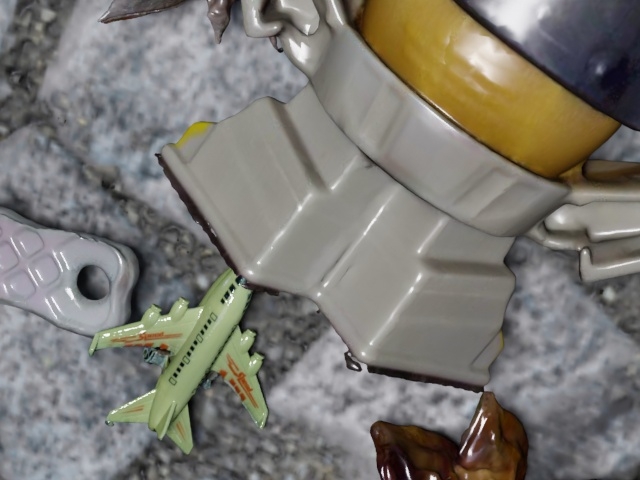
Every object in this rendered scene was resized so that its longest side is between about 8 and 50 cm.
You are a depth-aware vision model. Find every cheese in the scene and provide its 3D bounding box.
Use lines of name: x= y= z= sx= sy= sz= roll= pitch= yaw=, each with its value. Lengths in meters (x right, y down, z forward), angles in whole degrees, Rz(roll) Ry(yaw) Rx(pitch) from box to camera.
cheese: x=-0.230 y=-0.011 z=0.773 sx=0.286 sy=0.082 sz=0.163 roll=13 pitch=104 yaw=12

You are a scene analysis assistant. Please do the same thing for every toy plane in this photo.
toy plane: x=-0.064 y=0.056 z=0.745 sx=0.102 sy=0.040 sz=0.111 roll=26 pitch=96 yaw=-24

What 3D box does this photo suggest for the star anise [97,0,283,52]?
star anise: x=-0.054 y=-0.142 z=0.700 sx=0.129 sy=0.056 sz=0.124 roll=-33 pitch=93 yaw=3

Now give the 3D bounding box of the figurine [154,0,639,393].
figurine: x=0.077 y=-0.078 z=0.629 sx=0.308 sy=0.143 sz=0.308 roll=-2 pitch=121 yaw=-3

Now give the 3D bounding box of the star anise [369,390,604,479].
star anise: x=0.084 y=0.147 z=0.710 sx=0.168 sy=0.057 sz=0.168 roll=3 pitch=102 yaw=15
